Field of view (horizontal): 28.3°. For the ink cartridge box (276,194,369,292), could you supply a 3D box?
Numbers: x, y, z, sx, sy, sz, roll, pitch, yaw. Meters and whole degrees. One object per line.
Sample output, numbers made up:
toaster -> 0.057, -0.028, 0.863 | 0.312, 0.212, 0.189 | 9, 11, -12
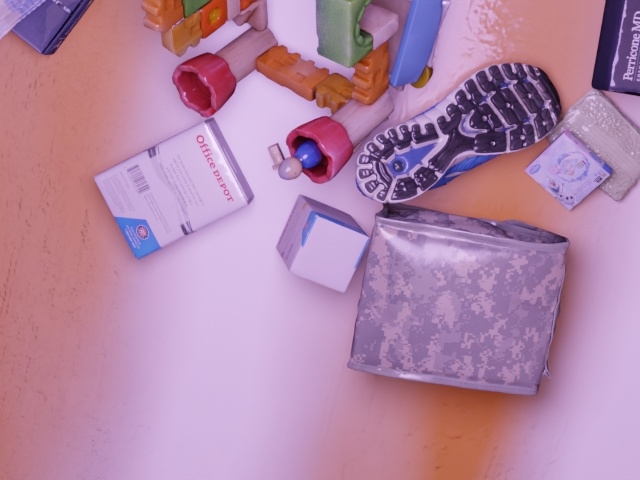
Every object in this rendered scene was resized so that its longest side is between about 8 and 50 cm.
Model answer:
ink cartridge box -> 0.000, 0.000, 1.845 | 0.090, 0.143, 0.092 | 22, 102, -16

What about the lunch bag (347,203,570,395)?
lunch bag -> 0.203, 0.084, 1.819 | 0.287, 0.169, 0.235 | 11, 102, 7

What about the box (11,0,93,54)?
box -> -0.433, -0.412, 1.849 | 0.233, 0.059, 0.183 | 40, 102, -2

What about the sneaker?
sneaker -> 0.187, -0.152, 1.806 | 0.330, 0.147, 0.129 | -24, 92, -10

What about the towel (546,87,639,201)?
towel -> 0.410, -0.137, 1.833 | 0.148, 0.027, 0.110 | 42, 102, -3

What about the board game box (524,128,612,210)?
board game box -> 0.357, -0.102, 1.828 | 0.090, 0.020, 0.090 | 41, 130, -3

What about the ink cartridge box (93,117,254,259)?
ink cartridge box -> -0.214, -0.078, 1.875 | 0.191, 0.082, 0.139 | -26, 97, 8

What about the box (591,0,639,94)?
box -> 0.555, -0.349, 1.702 | 0.313, 0.179, 0.343 | 9, 99, 2

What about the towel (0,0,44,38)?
towel -> -0.440, -0.429, 1.800 | 0.285, 0.034, 0.209 | -38, 91, 9

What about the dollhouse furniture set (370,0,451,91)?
dollhouse furniture set -> 0.114, -0.406, 1.791 | 0.286, 0.198, 0.303 | 42, 133, 35

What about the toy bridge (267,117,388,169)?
toy bridge -> 0.014, -0.144, 1.870 | 0.188, 0.026, 0.063 | -23, 98, 9

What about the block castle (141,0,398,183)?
block castle -> -0.070, -0.313, 1.616 | 0.303, 0.213, 0.453 | 31, 145, 26
